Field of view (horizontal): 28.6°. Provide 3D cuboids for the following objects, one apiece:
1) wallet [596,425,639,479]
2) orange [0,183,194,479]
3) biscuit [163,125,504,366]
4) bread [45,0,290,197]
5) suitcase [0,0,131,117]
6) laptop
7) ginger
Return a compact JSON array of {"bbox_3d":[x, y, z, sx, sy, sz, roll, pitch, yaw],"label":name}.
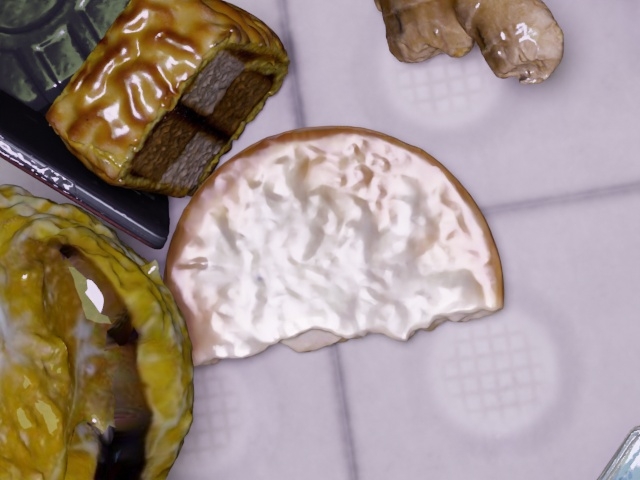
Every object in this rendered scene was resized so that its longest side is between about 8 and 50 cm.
[{"bbox_3d":[0.327,0.281,1.033,0.250,0.075,0.176,33,96,10],"label":"wallet"},{"bbox_3d":[-0.257,0.079,1.076,0.369,0.210,0.271,20,115,19],"label":"orange"},{"bbox_3d":[0.000,0.000,1.128,0.309,0.040,0.204,-11,85,9],"label":"biscuit"},{"bbox_3d":[-0.123,-0.127,1.068,0.096,0.222,0.181,39,98,12],"label":"bread"},{"bbox_3d":[-0.286,-0.260,1.180,0.206,0.066,0.285,-33,84,6],"label":"suitcase"},{"bbox_3d":[-0.220,-0.069,1.080,0.207,0.154,0.026,32,98,-14],"label":"laptop"},{"bbox_3d":[0.081,-0.256,1.096,0.333,0.081,0.148,58,141,9],"label":"ginger"}]
